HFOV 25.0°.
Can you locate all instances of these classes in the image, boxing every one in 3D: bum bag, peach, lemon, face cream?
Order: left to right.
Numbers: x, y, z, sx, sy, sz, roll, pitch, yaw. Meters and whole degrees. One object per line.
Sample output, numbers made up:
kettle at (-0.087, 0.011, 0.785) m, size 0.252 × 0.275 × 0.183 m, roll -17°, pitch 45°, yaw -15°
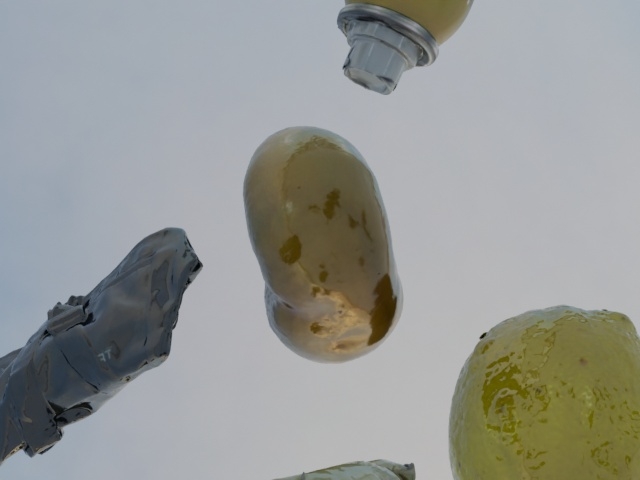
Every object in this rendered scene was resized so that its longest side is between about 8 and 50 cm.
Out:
bum bag at (-0.213, 0.102, 1.250) m, size 0.074 × 0.310 × 0.137 m, roll 32°, pitch -145°, yaw -34°
peach at (0.000, 0.000, 1.478) m, size 0.153 × 0.251 × 0.251 m, roll -17°, pitch -99°, yaw -7°
face cream at (0.103, -0.276, 1.151) m, size 0.105 × 0.105 × 0.348 m, roll 30°, pitch -105°, yaw -29°
lemon at (0.260, 0.203, 1.574) m, size 0.245 × 0.245 × 0.320 m, roll 34°, pitch -135°, yaw -27°

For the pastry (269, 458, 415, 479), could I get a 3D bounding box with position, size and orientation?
pastry at (-0.008, 0.205, 1.012) m, size 0.166 × 0.166 × 0.088 m, roll -5°, pitch -100°, yaw -44°
